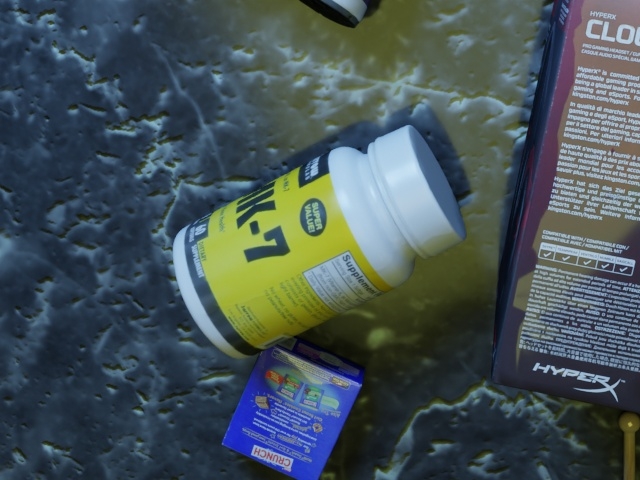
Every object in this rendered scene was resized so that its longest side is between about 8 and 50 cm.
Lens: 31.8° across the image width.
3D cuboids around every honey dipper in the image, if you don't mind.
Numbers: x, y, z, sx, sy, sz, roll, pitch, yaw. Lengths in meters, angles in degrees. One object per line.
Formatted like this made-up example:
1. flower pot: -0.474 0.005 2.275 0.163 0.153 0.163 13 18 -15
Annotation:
1. honey dipper: 0.261 0.220 0.946 0.030 0.030 0.161 -1 102 10

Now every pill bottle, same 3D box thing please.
1. pill bottle: 0.000 0.000 0.879 0.208 0.119 0.119 -27 100 15

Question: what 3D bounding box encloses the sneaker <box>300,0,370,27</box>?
1. sneaker: -0.060 -0.285 0.832 0.283 0.107 0.124 33 94 -4

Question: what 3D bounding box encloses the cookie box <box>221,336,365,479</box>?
1. cookie box: -0.024 0.143 0.965 0.091 0.040 0.107 25 108 2

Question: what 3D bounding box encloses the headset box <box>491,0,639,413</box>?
1. headset box: 0.199 -0.063 0.774 0.110 0.218 0.293 11 108 7
